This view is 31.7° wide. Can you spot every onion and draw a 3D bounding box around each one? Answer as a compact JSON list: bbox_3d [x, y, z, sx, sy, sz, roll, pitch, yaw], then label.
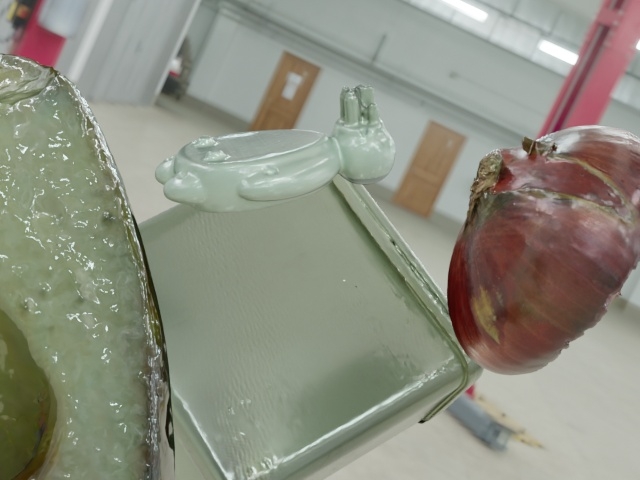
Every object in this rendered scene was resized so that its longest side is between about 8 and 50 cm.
[{"bbox_3d":[0.202,0.002,1.005,0.161,0.248,0.248,32,8,16],"label":"onion"}]

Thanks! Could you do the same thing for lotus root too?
[{"bbox_3d":[-0.140,0.073,0.501,0.142,0.314,0.210,-10,7,-13],"label":"lotus root"}]

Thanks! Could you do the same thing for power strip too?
[{"bbox_3d":[-0.015,-0.032,0.386,0.083,0.035,0.055,-10,20,-13],"label":"power strip"}]

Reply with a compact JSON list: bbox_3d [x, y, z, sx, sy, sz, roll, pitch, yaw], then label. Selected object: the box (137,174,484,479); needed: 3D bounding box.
[{"bbox_3d":[-0.059,0.106,1.266,0.343,0.177,0.352,-28,74,-30],"label":"box"}]
